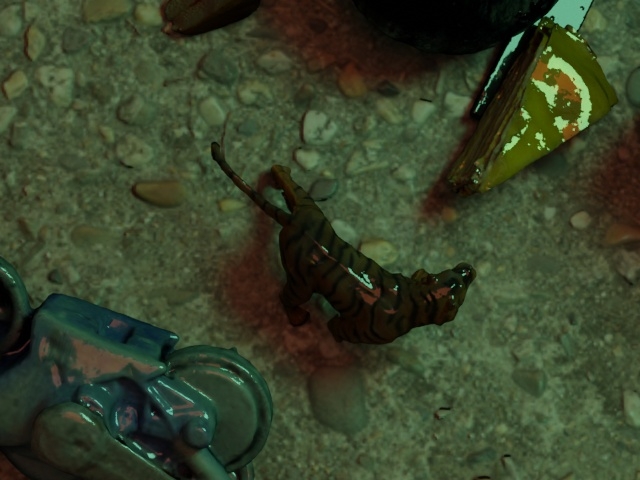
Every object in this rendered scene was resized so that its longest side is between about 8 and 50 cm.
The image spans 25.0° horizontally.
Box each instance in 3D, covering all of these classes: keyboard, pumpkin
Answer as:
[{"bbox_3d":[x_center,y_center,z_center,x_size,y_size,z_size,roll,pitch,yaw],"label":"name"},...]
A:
[{"bbox_3d":[0.202,-0.186,1.336,0.060,0.018,0.195,29,80,-8],"label":"keyboard"},{"bbox_3d":[0.117,-0.279,1.268,0.233,0.163,0.233,1,80,-7],"label":"pumpkin"}]

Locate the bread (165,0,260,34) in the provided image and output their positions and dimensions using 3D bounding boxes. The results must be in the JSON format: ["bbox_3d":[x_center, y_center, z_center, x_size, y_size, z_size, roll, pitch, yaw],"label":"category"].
[{"bbox_3d":[-0.083,-0.219,1.297,0.109,0.062,0.043,-25,80,33],"label":"bread"}]

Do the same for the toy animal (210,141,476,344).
[{"bbox_3d":[-0.004,0.007,1.234,0.255,0.116,0.114,36,78,1],"label":"toy animal"}]

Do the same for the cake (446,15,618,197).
[{"bbox_3d":[0.179,-0.124,1.278,0.185,0.080,0.116,-25,96,-11],"label":"cake"}]

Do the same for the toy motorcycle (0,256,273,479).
[{"bbox_3d":[-0.205,0.161,1.156,0.319,0.182,0.241,23,80,-3],"label":"toy motorcycle"}]
